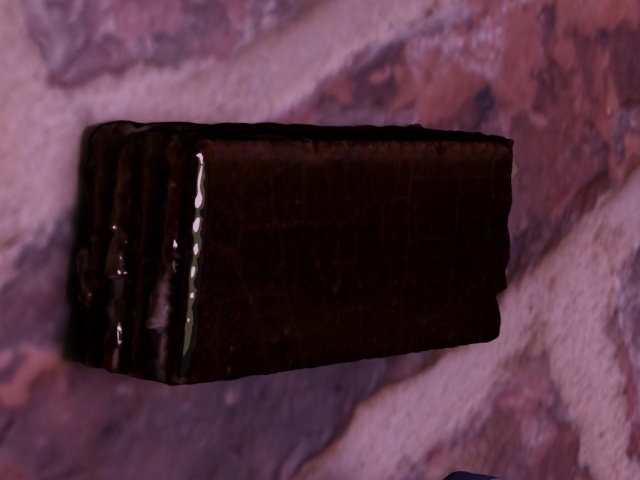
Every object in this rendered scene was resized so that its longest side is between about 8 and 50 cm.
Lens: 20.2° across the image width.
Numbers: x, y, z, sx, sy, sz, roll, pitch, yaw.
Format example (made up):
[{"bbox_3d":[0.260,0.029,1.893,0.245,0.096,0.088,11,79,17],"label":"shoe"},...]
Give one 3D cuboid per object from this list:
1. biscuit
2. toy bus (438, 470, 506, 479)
[{"bbox_3d":[0.000,0.000,0.819,0.252,0.070,0.106,-5,101,-50],"label":"biscuit"},{"bbox_3d":[-0.003,0.237,0.813,0.292,0.133,0.125,-50,126,-30],"label":"toy bus"}]
